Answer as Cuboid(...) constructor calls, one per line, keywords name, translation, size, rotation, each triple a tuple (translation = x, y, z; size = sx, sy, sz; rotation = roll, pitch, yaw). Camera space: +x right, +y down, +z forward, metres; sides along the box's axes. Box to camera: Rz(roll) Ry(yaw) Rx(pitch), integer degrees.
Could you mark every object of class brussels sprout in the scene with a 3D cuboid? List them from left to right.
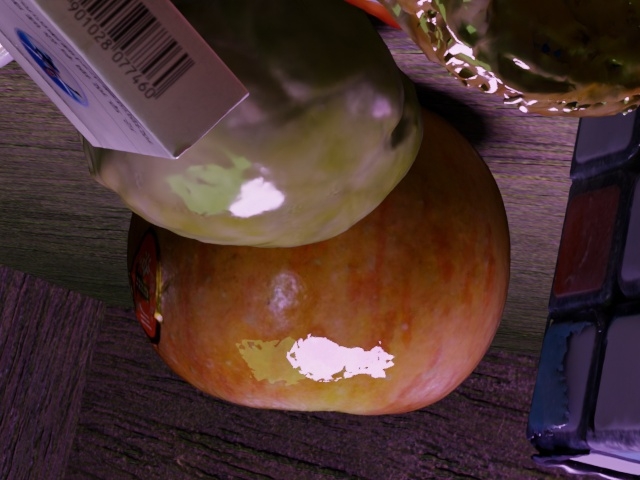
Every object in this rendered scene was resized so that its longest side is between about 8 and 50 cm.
Cuboid(name="brussels sprout", translation=(-0.069, -0.119, 1.499), size=(0.317, 0.242, 0.274), rotation=(18, -172, -1))

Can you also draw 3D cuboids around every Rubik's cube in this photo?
Cuboid(name="Rubik's cube", translation=(0.398, 0.026, 1.360), size=(0.362, 0.358, 0.363), rotation=(17, 166, -15))

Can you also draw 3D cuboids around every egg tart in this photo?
Cuboid(name="egg tart", translation=(0.139, -0.193, 0.853), size=(0.291, 0.291, 0.107), rotation=(23, -160, -43))

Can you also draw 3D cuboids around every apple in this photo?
Cuboid(name="apple", translation=(0.000, 0.000, 1.814), size=(0.400, 0.333, 0.400), rotation=(7, -172, -1))

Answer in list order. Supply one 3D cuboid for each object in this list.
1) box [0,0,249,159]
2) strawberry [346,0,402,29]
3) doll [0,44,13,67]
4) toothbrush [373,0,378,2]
Cuboid(name="box", translation=(-0.157, -0.139, 1.224), size=(0.164, 0.069, 0.256), rotation=(49, 169, -16))
Cuboid(name="strawberry", translation=(0.028, -0.227, 1.049), size=(0.336, 0.149, 0.265), rotation=(20, 178, 20))
Cuboid(name="doll", translation=(-0.332, -0.238, 1.515), size=(0.296, 0.117, 0.141), rotation=(38, 171, -37))
Cuboid(name="toothbrush", translation=(-0.051, -0.169, 1.035), size=(0.288, 0.021, 0.024), rotation=(22, 168, 46))
